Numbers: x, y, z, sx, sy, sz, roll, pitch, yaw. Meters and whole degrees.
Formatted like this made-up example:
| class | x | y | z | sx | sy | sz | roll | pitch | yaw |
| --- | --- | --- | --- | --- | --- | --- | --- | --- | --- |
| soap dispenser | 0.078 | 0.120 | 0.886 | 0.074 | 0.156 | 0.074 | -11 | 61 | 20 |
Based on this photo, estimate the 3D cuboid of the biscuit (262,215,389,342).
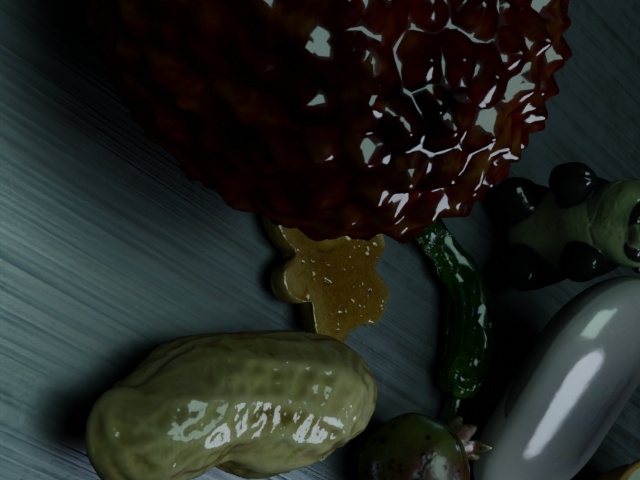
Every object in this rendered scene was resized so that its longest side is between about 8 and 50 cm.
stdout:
| class | x | y | z | sx | sy | sz | roll | pitch | yaw |
| --- | --- | --- | --- | --- | --- | --- | --- | --- | --- |
| biscuit | 0.000 | 0.000 | 1.278 | 0.166 | 0.036 | 0.225 | -29 | 105 | -38 |

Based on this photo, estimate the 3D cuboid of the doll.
| class | x | y | z | sx | sy | sz | roll | pitch | yaw |
| --- | --- | --- | --- | --- | --- | --- | --- | --- | --- |
| doll | 0.313 | -0.017 | 1.420 | 0.135 | 0.234 | 0.143 | 1 | 80 | -35 |

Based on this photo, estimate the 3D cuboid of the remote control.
| class | x | y | z | sx | sy | sz | roll | pitch | yaw |
| --- | --- | --- | --- | --- | --- | --- | --- | --- | --- |
| remote control | 0.298 | 0.185 | 1.409 | 0.221 | 0.103 | 0.332 | 4 | 121 | -49 |

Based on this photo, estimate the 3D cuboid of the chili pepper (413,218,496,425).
| class | x | y | z | sx | sy | sz | roll | pitch | yaw |
| --- | --- | --- | --- | --- | --- | --- | --- | --- | --- |
| chili pepper | 0.163 | 0.099 | 1.396 | 0.122 | 0.065 | 0.279 | -8 | 92 | -27 |

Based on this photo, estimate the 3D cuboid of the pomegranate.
| class | x | y | z | sx | sy | sz | roll | pitch | yaw |
| --- | --- | --- | --- | --- | --- | --- | --- | --- | --- |
| pomegranate | 0.116 | 0.257 | 1.314 | 0.159 | 0.129 | 0.129 | 13 | 80 | -51 |

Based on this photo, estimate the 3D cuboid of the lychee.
| class | x | y | z | sx | sy | sz | roll | pitch | yaw |
| --- | --- | --- | --- | --- | --- | --- | --- | --- | --- |
| lychee | -0.002 | -0.234 | 1.049 | 0.424 | 0.424 | 0.500 | -24 | 76 | -38 |

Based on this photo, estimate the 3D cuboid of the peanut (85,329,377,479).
| class | x | y | z | sx | sy | sz | roll | pitch | yaw |
| --- | --- | --- | --- | --- | --- | --- | --- | --- | --- |
| peanut | -0.085 | 0.163 | 1.137 | 0.325 | 0.140 | 0.153 | -8 | 111 | -38 |

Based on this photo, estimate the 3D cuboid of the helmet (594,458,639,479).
| class | x | y | z | sx | sy | sz | roll | pitch | yaw |
| --- | --- | --- | --- | --- | --- | --- | --- | --- | --- |
| helmet | 0.397 | 0.400 | 1.540 | 0.198 | 0.130 | 0.224 | -3 | 80 | -44 |
